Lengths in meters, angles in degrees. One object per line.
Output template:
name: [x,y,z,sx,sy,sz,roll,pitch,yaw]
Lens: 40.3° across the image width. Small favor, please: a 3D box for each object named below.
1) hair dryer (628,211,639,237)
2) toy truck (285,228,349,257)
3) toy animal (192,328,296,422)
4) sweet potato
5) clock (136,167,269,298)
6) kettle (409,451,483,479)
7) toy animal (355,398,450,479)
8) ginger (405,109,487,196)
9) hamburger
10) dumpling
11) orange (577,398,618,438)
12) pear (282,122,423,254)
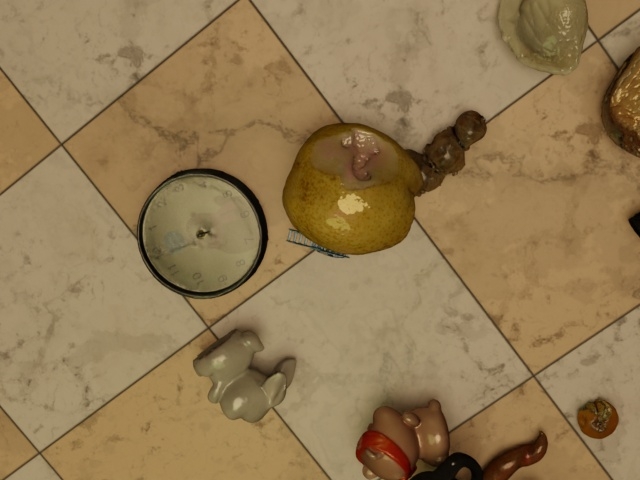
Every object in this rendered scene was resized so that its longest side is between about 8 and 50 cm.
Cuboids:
hair dryer: [0.765,0.010,1.759,0.197,0.089,0.251,-31,107,7]
toy truck: [0.000,0.000,1.804,0.136,0.074,0.063,13,102,2]
toy animal: [-0.162,0.281,1.846,0.178,0.127,0.193,-43,93,9]
sweet potato: [0.408,0.484,1.881,0.202,0.058,0.055,-36,81,11]
clock: [-0.250,-0.012,1.830,0.281,0.055,0.280,1,101,3]
kettle: [0.267,0.546,1.804,0.202,0.232,0.144,-43,51,-8]
toy animal: [0.170,0.428,1.833,0.198,0.171,0.171,-12,101,-15]
ginger: [0.249,-0.178,1.748,0.204,0.080,0.104,-37,91,12]
hamburger: [0.685,-0.271,1.670,0.286,0.146,0.243,-13,94,13]
dumpling: [0.426,-0.422,1.670,0.166,0.126,0.215,-7,104,22]
orange: [0.589,0.382,1.845,0.086,0.062,0.086,1,104,4]
pear: [0.065,-0.096,1.685,0.271,0.271,0.271,1,101,4]
